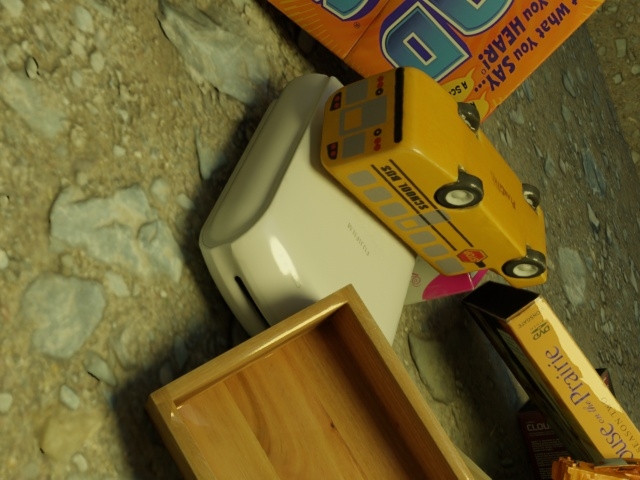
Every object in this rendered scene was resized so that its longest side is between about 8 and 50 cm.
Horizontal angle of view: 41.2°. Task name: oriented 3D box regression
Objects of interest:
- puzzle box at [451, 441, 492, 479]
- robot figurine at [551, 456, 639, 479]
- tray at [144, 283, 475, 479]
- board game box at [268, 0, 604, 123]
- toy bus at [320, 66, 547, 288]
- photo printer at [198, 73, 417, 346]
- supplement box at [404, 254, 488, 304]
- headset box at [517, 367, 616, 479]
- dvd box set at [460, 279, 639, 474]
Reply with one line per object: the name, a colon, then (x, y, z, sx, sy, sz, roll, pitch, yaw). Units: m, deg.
puzzle box: (0.234, 0.401, 0.929, 0.272, 0.052, 0.409, 65, -9, -14)
robot figurine: (0.408, 0.350, 0.988, 0.085, 0.291, 0.211, -116, -141, -89)
tray: (0.044, 0.263, 0.710, 0.202, 0.076, 0.411, -27, 79, -24)
board game box: (0.173, -0.414, 1.036, 0.356, 0.356, 0.356, 37, 42, -7)
toy bus: (0.144, -0.051, 0.949, 0.332, 0.130, 0.108, 39, 45, -46)
photo printer: (0.000, 0.000, 0.929, 0.256, 0.107, 0.307, 55, 37, -28)
supplement box: (0.138, -0.039, 1.153, 0.114, 0.111, 0.220, -34, 106, -57)
headset box: (0.447, 0.363, 1.452, 0.218, 0.110, 0.293, -18, 92, -58)
dvd box set: (0.362, 0.248, 1.181, 0.420, 0.062, 0.307, 54, 0, -2)
